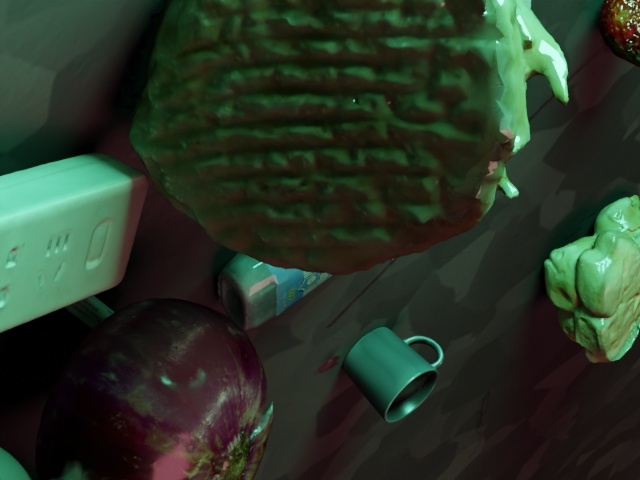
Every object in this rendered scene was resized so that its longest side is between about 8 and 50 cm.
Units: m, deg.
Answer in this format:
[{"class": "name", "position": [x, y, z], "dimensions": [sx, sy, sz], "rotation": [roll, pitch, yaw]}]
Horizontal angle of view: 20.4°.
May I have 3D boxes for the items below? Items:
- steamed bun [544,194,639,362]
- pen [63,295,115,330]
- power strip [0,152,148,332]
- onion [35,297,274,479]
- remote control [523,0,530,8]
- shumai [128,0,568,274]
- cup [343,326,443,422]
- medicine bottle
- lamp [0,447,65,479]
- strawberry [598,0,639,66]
[{"class": "steamed bun", "position": [0.344, 0.036, 2.142], "dimensions": [0.177, 0.106, 0.192], "rotation": [-50, 146, -22]}, {"class": "pen", "position": [-0.195, 0.050, 1.435], "dimensions": [0.025, 0.025, 0.204], "rotation": [-44, 154, -2]}, {"class": "power strip", "position": [-0.213, 0.006, 1.216], "dimensions": [0.338, 0.058, 0.098], "rotation": [-25, 135, -63]}, {"class": "onion", "position": [-0.141, 0.155, 1.424], "dimensions": [0.207, 0.201, 0.200], "rotation": [-45, 157, 25]}, {"class": "remote control", "position": [0.121, -0.219, 1.468], "dimensions": [0.103, 0.055, 0.277], "rotation": [-37, 151, -17]}, {"class": "shumai", "position": [0.034, -0.126, 1.316], "dimensions": [0.314, 0.267, 0.262], "rotation": [-17, -172, 26]}, {"class": "cup", "position": [0.083, 0.136, 1.923], "dimensions": [0.100, 0.077, 0.078], "rotation": [-35, 153, -18]}, {"class": "medicine bottle", "position": [0.000, 0.000, 1.617], "dimensions": [0.208, 0.054, 0.090], "rotation": [-35, 153, -21]}, {"class": "lamp", "position": [-0.288, 0.236, 1.341], "dimensions": [0.197, 0.198, 0.244], "rotation": [-27, -166, -34]}, {"class": "strawberry", "position": [0.322, -0.216, 1.734], "dimensions": [0.106, 0.106, 0.106], "rotation": [-35, 153, -21]}]
